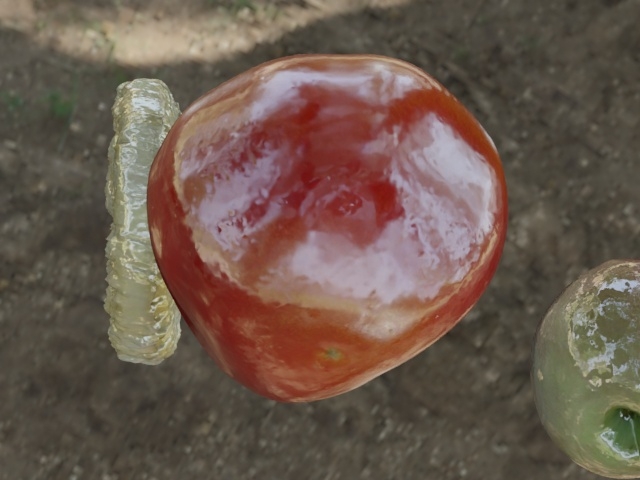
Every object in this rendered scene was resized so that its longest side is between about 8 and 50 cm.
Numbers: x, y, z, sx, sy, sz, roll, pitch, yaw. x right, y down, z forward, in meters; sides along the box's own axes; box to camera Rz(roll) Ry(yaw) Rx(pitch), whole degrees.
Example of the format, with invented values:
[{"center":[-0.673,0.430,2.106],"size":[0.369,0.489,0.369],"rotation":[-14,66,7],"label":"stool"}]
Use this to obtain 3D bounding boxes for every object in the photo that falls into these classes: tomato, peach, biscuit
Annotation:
[{"center":[0.000,0.000,1.219],"size":[0.299,0.298,0.226],"rotation":[13,51,-19],"label":"tomato"},{"center":[0.117,0.046,0.578],"size":[0.083,0.083,0.083],"rotation":[17,42,-16],"label":"peach"},{"center":[-0.159,0.009,1.452],"size":[0.084,0.281,0.179],"rotation":[1,31,-6],"label":"biscuit"}]
